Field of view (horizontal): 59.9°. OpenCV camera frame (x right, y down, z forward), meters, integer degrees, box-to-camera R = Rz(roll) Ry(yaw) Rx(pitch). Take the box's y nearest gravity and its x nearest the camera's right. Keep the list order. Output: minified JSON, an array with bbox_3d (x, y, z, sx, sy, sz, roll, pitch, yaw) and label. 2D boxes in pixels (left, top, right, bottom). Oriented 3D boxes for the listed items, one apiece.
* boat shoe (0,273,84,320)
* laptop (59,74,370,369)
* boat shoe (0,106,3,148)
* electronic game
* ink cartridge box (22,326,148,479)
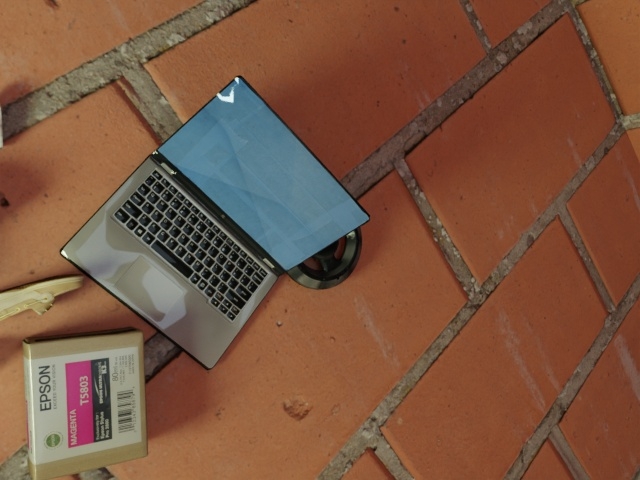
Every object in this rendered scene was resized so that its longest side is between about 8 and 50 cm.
[{"bbox_3d":[-0.498,0.102,0.971,0.170,0.063,0.059,-16,99,-22],"label":"boat shoe"},{"bbox_3d":[-0.189,-0.011,1.066,0.382,0.236,0.408,45,66,-21],"label":"laptop"},{"bbox_3d":[-0.570,-0.208,0.956,0.035,0.035,0.100,-4,96,-35],"label":"boat shoe"},{"bbox_3d":[0.000,0.000,1.295,0.229,0.048,0.229,1,89,-31],"label":"electronic game"},{"bbox_3d":[-0.417,0.283,0.993,0.193,0.088,0.235,-3,90,-33],"label":"ink cartridge box"}]
